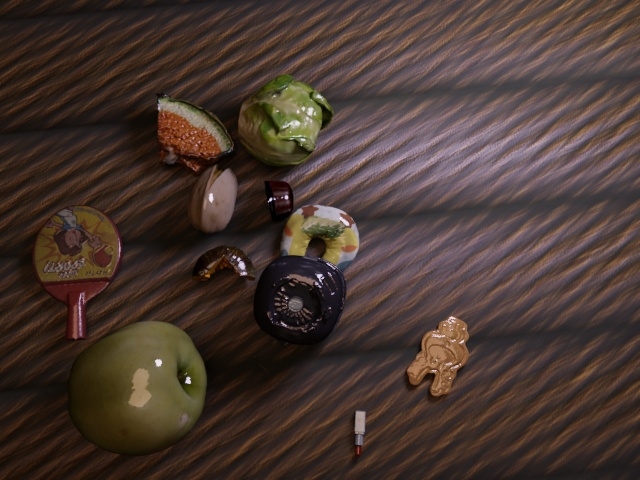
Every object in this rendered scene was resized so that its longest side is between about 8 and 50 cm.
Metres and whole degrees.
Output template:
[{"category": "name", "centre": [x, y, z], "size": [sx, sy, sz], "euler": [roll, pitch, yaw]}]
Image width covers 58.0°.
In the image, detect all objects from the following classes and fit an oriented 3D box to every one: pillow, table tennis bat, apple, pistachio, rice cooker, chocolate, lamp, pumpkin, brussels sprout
[{"category": "pillow", "centre": [0.000, 0.000, 1.744], "size": [0.233, 0.086, 0.214], "euler": [17, 90, 0]}, {"category": "table tennis bat", "centre": [-0.731, 0.092, 1.736], "size": [0.268, 0.051, 0.414], "euler": [-4, 76, -1]}, {"category": "apple", "centre": [-0.482, 0.394, 1.532], "size": [0.357, 0.357, 0.357], "euler": [0, 79, 0]}, {"category": "pistachio", "centre": [-0.323, -0.127, 1.734], "size": [0.138, 0.153, 0.238], "euler": [15, 53, -7]}, {"category": "rice cooker", "centre": [-0.055, 0.162, 1.617], "size": [0.267, 0.224, 0.267], "euler": [0, 92, 2]}, {"category": "chocolate", "centre": [-0.117, -0.115, 1.740], "size": [0.080, 0.148, 0.125], "euler": [-13, 117, -3]}, {"category": "lamp", "centre": [-0.147, 0.318, 1.701], "size": [0.054, 0.041, 0.121], "euler": [37, 78, 15]}, {"category": "pumpkin", "centre": [-0.286, 0.067, 1.705], "size": [0.183, 0.119, 0.107], "euler": [-1, 81, -6]}, {"category": "brussels sprout", "centre": [-0.110, -0.355, 1.738], "size": [0.294, 0.227, 0.259], "euler": [1, 64, 7]}]

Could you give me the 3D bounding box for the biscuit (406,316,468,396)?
[{"category": "biscuit", "centre": [0.357, 0.337, 1.701], "size": [0.144, 0.040, 0.236], "euler": [29, 83, 0]}]

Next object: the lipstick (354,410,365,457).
[{"category": "lipstick", "centre": [0.111, 0.556, 1.656], "size": [0.030, 0.030, 0.129], "euler": [3, 79, 0]}]

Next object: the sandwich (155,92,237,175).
[{"category": "sandwich", "centre": [-0.392, -0.314, 1.788], "size": [0.292, 0.109, 0.212], "euler": [17, 86, 6]}]
